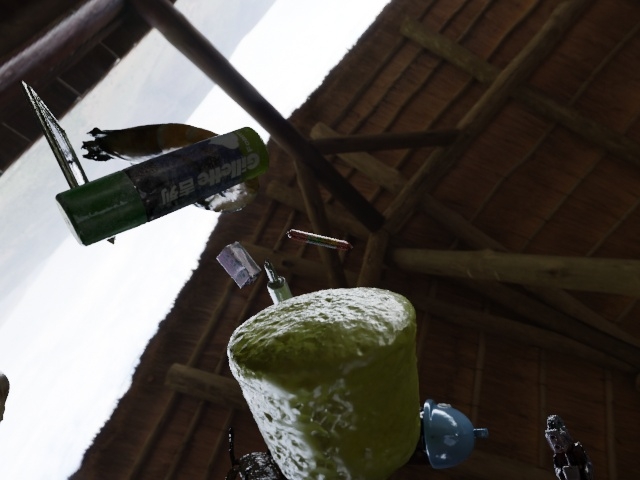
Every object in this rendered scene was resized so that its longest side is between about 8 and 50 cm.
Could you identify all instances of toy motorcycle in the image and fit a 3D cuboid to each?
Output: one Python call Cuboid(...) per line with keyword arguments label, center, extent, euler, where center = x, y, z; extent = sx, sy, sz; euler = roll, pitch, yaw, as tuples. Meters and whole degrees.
Cuboid(label="toy motorcycle", center=(0.581, 0.526, 1.002), extent=(0.082, 0.213, 0.122), euler=(-28, 174, 32))

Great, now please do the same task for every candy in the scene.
Cuboid(label="candy", center=(-0.303, 0.088, 1.608), extent=(0.073, 0.160, 0.092), euler=(-31, 168, -50))

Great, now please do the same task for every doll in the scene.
Cuboid(label="doll", center=(0.210, 0.430, 0.965), extent=(0.314, 0.177, 0.140), euler=(-7, -112, 20))

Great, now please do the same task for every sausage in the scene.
Cuboid(label="sausage", center=(0.000, 0.000, 1.324), extent=(0.029, 0.223, 0.029), euler=(-168, -90, -69))

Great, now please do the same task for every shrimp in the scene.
Cuboid(label="shrimp", center=(-0.347, -0.166, 0.984), extent=(0.446, 0.272, 0.085), euler=(10, -122, 11))

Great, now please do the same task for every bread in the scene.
Cuboid(label="bread", center=(0.028, 0.259, 0.808), extent=(0.349, 0.307, 0.348), euler=(-16, -168, 3))

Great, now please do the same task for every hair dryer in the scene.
Cuboid(label="hair dryer", center=(-0.081, 0.194, 1.120), extent=(0.108, 0.357, 0.173), euler=(-27, -149, -12))

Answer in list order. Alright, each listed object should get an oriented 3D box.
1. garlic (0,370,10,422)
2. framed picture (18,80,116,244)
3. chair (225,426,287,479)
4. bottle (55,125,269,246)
Cuboid(label="garlic", center=(-0.531, 0.262, 0.631), extent=(0.159, 0.102, 0.147), euler=(-113, -141, -53))
Cuboid(label="framed picture", center=(-0.491, -0.137, 0.860), extent=(0.018, 0.293, 0.231), euler=(-26, 180, -18))
Cuboid(label="chair", center=(-0.156, 0.601, 1.091), extent=(0.149, 0.174, 0.213), euler=(25, -70, 60))
Cuboid(label="bottle", center=(-0.241, -0.096, 0.703), extent=(0.330, 0.093, 0.093), euler=(-30, -166, -31))
